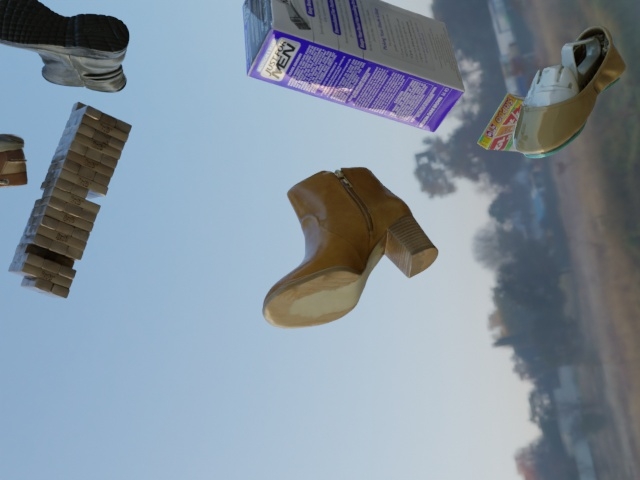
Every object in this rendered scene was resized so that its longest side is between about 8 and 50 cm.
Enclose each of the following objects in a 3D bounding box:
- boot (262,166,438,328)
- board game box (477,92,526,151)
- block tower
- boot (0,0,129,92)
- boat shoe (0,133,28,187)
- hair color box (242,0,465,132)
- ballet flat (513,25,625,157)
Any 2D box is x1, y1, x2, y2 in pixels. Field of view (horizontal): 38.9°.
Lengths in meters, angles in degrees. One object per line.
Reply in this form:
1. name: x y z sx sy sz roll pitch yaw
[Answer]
1. boot: 0.001 -0.001 1.290 0.211 0.295 0.104 48 145 35
2. board game box: 0.440 -0.256 2.004 0.039 0.124 0.259 39 -157 23
3. block tower: -0.429 -0.073 1.556 0.091 0.097 0.335 24 -104 -31
4. boot: -0.409 -0.281 1.354 0.161 0.246 0.083 133 145 -64
5. boat shoe: -0.703 -0.108 1.719 0.123 0.324 0.116 -36 -70 -75
6. hair color box: 0.050 -0.309 1.458 0.339 0.110 0.185 15 -135 -23
7. ballet flat: 0.264 -0.169 0.988 0.232 0.080 0.073 -44 -57 -43
